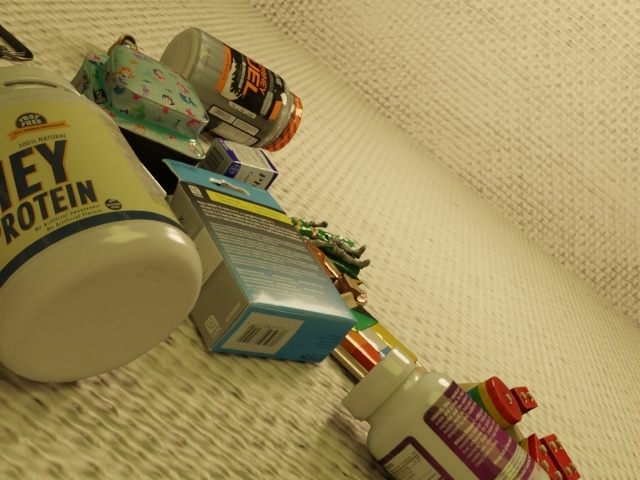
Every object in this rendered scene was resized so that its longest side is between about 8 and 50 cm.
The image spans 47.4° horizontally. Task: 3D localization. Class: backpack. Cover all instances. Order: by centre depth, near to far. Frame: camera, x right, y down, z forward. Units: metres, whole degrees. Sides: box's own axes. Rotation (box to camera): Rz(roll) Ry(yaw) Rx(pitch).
[{"bbox_3d":[-0.330,-0.225,1.283,0.225,0.191,0.253,20,24,-40],"label":"backpack"}]

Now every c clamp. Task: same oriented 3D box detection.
[{"bbox_3d":[-0.609,-0.377,1.330,0.161,0.022,0.137,38,16,-2],"label":"c clamp"}]

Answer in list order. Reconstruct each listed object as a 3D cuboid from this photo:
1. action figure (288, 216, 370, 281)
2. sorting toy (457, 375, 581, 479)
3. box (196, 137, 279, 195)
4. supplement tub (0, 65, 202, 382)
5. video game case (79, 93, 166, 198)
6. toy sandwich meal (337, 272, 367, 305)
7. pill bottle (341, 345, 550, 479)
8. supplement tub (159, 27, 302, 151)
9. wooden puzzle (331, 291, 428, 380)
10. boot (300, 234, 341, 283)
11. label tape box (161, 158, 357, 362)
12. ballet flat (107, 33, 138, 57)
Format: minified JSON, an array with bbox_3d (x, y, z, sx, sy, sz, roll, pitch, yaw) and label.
[{"bbox_3d":[0.000,0.000,1.552,0.232,0.063,0.137,24,30,-28],"label":"action figure"},{"bbox_3d":[0.351,0.357,1.295,0.255,0.089,0.257,17,41,-58],"label":"sorting toy"},{"bbox_3d":[-0.171,-0.115,1.395,0.137,0.126,0.072,7,38,-54],"label":"box"},{"bbox_3d":[-0.307,-0.027,0.845,0.235,0.235,0.325,9,37,-54],"label":"supplement tub"},{"bbox_3d":[-0.334,-0.134,1.077,0.173,0.022,0.190,9,-36,46],"label":"video game case"},{"bbox_3d":[0.070,0.099,1.507,0.085,0.029,0.085,34,22,-16],"label":"toy sandwich meal"},{"bbox_3d":[0.179,0.307,1.093,0.301,0.169,0.169,45,22,10],"label":"pill bottle"},{"bbox_3d":[-0.206,-0.332,1.670,0.316,0.193,0.193,23,27,-38],"label":"supplement tub"},{"bbox_3d":[0.092,0.194,1.340,0.238,0.044,0.221,47,22,16],"label":"wooden puzzle"},{"bbox_3d":[-0.044,0.040,1.384,0.152,0.073,0.197,43,9,5],"label":"boot"},{"bbox_3d":[-0.127,0.032,1.206,0.249,0.115,0.347,16,29,-47],"label":"label tape box"},{"bbox_3d":[-0.423,-0.382,1.568,0.080,0.073,0.232,25,26,-34],"label":"ballet flat"}]
